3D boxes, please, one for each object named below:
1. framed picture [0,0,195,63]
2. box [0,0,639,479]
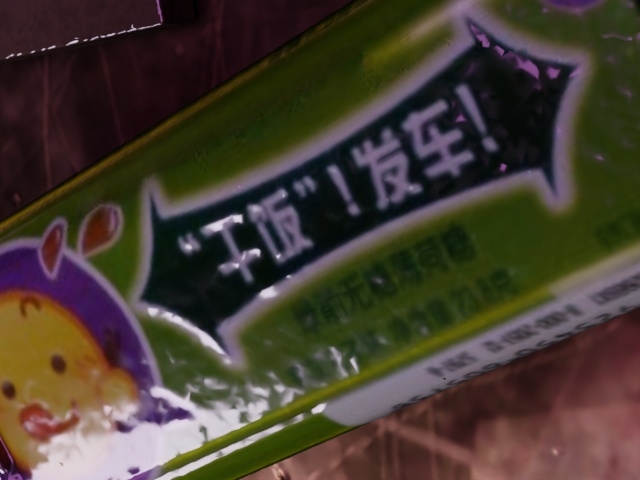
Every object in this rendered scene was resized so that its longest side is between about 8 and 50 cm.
[{"bbox_3d":[-0.117,-0.162,0.690,0.128,0.023,0.168,-6,94,37],"label":"framed picture"},{"bbox_3d":[0.000,0.000,0.588,0.346,0.097,0.134,-29,88,35],"label":"box"}]
